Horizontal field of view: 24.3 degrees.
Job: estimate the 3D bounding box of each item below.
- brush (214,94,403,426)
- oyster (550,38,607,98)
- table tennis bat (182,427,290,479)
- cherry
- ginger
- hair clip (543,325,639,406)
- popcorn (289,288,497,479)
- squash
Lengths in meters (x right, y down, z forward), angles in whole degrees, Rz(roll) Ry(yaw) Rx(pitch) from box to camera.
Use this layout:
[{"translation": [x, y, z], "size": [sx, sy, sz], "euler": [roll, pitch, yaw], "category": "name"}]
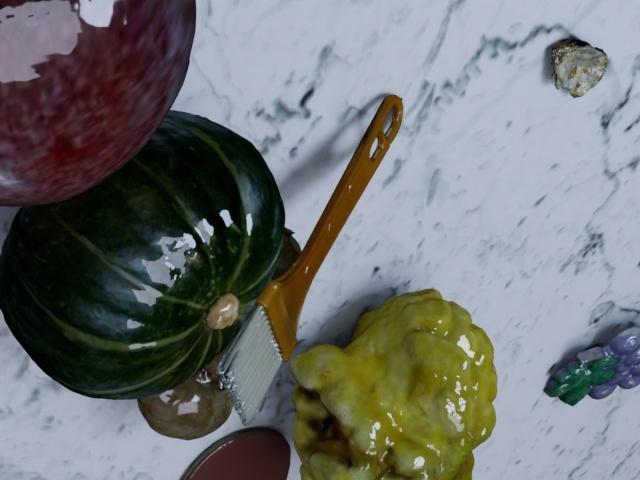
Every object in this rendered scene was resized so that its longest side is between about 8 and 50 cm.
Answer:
[{"translation": [0.000, 0.000, 1.193], "size": [0.314, 0.017, 0.090], "euler": [-61, 154, -27], "category": "brush"}, {"translation": [0.235, -0.163, 1.379], "size": [0.083, 0.019, 0.054], "euler": [18, 111, -52], "category": "oyster"}, {"translation": [-0.105, 0.284, 1.448], "size": [0.138, 0.022, 0.246], "euler": [-1, 121, -43], "category": "table tennis bat"}, {"translation": [-0.183, -0.127, 0.860], "size": [0.230, 0.203, 0.300], "euler": [-42, 156, -10], "category": "cherry"}, {"translation": [-0.078, 0.076, 1.232], "size": [0.204, 0.080, 0.104], "euler": [-55, 148, 7], "category": "ginger"}, {"translation": [0.345, 0.135, 1.737], "size": [0.195, 0.052, 0.124], "euler": [-19, 140, -23], "category": "hair clip"}, {"translation": [0.058, 0.151, 1.379], "size": [0.203, 0.200, 0.226], "euler": [15, 148, -22], "category": "popcorn"}, {"translation": [-0.126, 0.008, 1.051], "size": [0.218, 0.172, 0.218], "euler": [-27, 136, -29], "category": "squash"}]
